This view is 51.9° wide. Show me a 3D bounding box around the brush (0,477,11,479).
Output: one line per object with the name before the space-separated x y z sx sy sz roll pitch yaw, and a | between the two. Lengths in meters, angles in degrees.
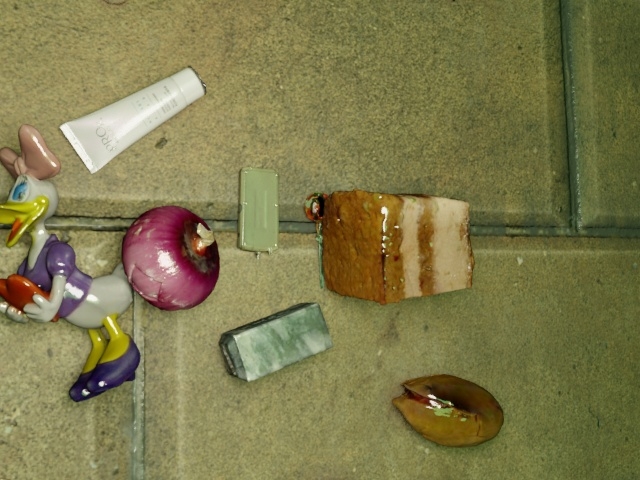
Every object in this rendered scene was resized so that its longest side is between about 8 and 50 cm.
brush | -0.520 0.371 0.983 0.282 0.048 0.054 31 77 -20

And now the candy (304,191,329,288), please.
candy | 0.000 0.000 1.252 0.056 0.049 0.184 -2 95 7

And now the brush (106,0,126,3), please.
brush | -0.467 -0.457 1.085 0.299 0.039 0.042 15 76 -19

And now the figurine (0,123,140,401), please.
figurine | -0.392 0.043 1.008 0.193 0.154 0.420 -41 107 -41

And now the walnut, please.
walnut | 0.252 0.333 1.285 0.245 0.137 0.137 15 80 -22

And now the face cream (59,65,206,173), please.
face cream | -0.311 -0.217 1.122 0.244 0.058 0.092 -36 105 -16

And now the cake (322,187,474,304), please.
cake | 0.167 0.002 1.224 0.293 0.196 0.198 -3 93 -32

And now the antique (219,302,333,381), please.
antique | -0.084 0.180 1.168 0.183 0.088 0.086 -19 92 -24

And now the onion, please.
onion | -0.237 0.028 1.070 0.154 0.177 0.177 -15 92 -2

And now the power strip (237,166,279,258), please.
power strip | -0.114 -0.049 1.207 0.076 0.028 0.168 4 82 -24
